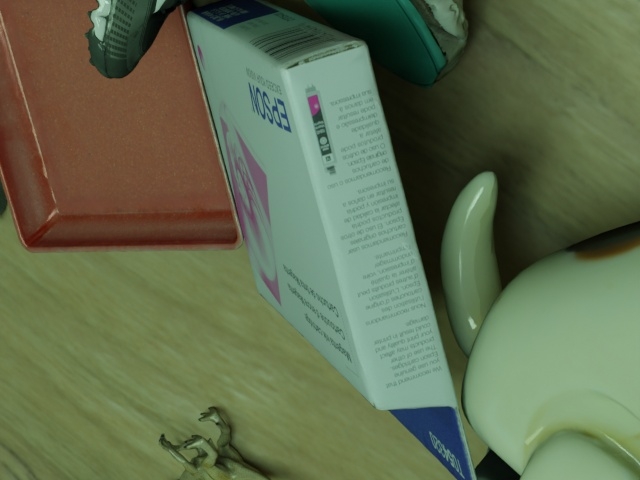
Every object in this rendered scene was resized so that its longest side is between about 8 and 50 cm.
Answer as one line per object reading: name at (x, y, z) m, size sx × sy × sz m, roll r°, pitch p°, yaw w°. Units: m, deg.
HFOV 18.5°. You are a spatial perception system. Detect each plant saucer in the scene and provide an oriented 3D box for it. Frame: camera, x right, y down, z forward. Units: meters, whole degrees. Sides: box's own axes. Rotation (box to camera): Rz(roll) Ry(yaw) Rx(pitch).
plant saucer at (-0.179, -0.118, 1.632) m, size 0.259 × 0.047 × 0.258 m, roll -1°, pitch 111°, yaw 39°

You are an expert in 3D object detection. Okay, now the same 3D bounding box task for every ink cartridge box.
ink cartridge box at (0.000, 0.000, 1.417) m, size 0.324 × 0.071 × 0.330 m, roll -143°, pitch 37°, yaw -71°

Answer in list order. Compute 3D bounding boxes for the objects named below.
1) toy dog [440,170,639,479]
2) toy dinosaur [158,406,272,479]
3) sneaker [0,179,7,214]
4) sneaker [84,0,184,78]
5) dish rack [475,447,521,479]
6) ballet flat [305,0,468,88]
toy dog at (0.290, 0.039, 1.231) m, size 0.395 × 0.284 × 0.408 m, roll 58°, pitch 134°, yaw 25°
toy dinosaur at (-0.083, 0.198, 1.722) m, size 0.183 × 0.053 × 0.093 m, roll -5°, pitch 124°, yaw 47°
sneaker at (-0.313, -0.082, 1.750) m, size 0.061 × 0.053 × 0.152 m, roll 31°, pitch 128°, yaw 26°
sneaker at (-0.093, -0.218, 1.459) m, size 0.106 × 0.078 × 0.234 m, roll 27°, pitch 98°, yaw 10°
dish rack at (0.179, 0.302, 1.548) m, size 0.208 × 0.074 × 0.272 m, roll 32°, pitch 129°, yaw 23°
ballet flat at (-0.025, -0.284, 1.356) m, size 0.409 × 0.147 × 0.147 m, roll 41°, pitch 134°, yaw -13°
